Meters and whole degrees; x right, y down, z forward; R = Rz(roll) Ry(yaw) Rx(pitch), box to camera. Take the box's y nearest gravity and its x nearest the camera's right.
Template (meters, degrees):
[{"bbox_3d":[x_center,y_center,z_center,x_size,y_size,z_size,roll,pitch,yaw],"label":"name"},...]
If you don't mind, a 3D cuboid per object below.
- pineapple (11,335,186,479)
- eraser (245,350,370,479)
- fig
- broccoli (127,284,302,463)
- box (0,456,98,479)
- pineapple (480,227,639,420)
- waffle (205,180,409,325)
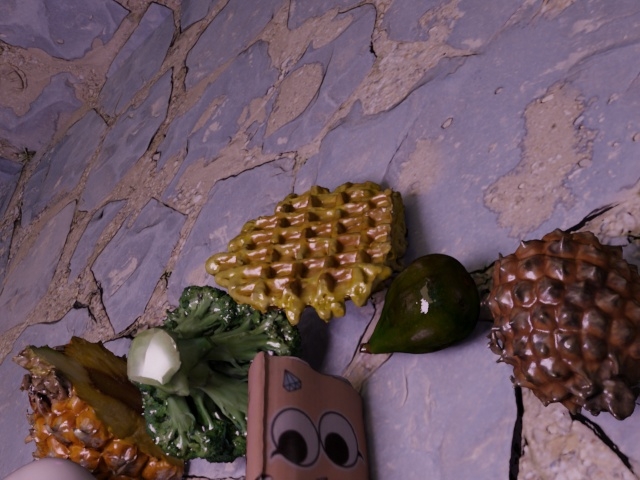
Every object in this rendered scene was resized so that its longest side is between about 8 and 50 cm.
[{"bbox_3d":[-0.413,0.301,1.167,0.209,0.286,0.344,-53,34,3],"label":"pineapple"},{"bbox_3d":[-0.015,0.285,0.820,0.087,0.171,0.290,-40,37,34],"label":"eraser"},{"bbox_3d":[0.118,0.095,0.886,0.177,0.117,0.117,-49,32,37],"label":"fig"},{"bbox_3d":[-0.156,0.175,0.996,0.270,0.270,0.270,-7,70,20],"label":"broccoli"},{"bbox_3d":[-0.396,0.472,1.023,0.349,0.289,0.141,-35,9,24],"label":"box"},{"bbox_3d":[0.245,0.088,0.691,0.166,0.166,0.193,-39,40,21],"label":"pineapple"},{"bbox_3d":[0.001,0.003,1.020,0.307,0.060,0.312,14,43,41],"label":"waffle"}]
